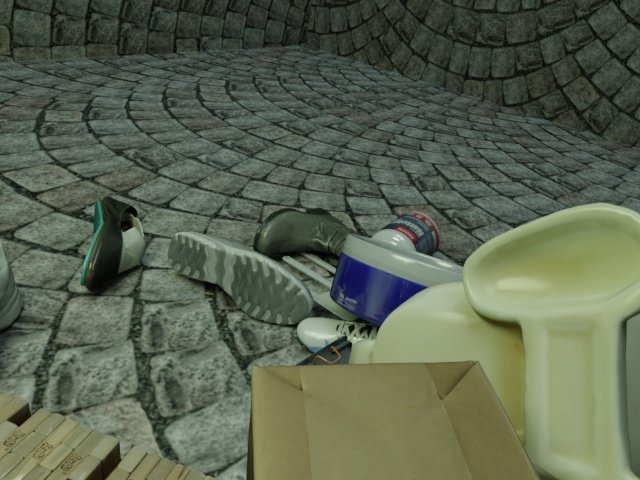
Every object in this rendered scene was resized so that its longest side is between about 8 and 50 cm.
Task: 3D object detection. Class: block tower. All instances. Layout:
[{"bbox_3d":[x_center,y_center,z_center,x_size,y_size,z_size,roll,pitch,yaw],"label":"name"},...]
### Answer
[{"bbox_3d":[-0.230,0.262,0.539,0.336,0.090,0.097,17,31,14],"label":"block tower"}]

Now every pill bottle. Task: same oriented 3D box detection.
[{"bbox_3d":[0.155,0.018,1.051,0.108,0.107,0.180,24,33,25],"label":"pill bottle"}]

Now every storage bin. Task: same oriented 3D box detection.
[{"bbox_3d":[0.018,0.202,0.719,0.091,0.098,0.135,40,41,26],"label":"storage bin"}]

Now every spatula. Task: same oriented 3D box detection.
[{"bbox_3d":[0.006,0.075,0.980,0.242,0.019,0.168,30,27,32],"label":"spatula"}]

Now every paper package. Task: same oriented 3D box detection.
[{"bbox_3d":[0.036,0.287,0.334,0.168,0.324,0.309,2,31,-10],"label":"paper package"}]

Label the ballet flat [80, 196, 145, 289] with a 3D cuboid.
[{"bbox_3d":[-0.372,-0.005,0.971,0.096,0.095,0.280,10,27,-22],"label":"ballet flat"}]

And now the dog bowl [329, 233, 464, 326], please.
[{"bbox_3d":[0.152,0.077,0.830,0.265,0.104,0.265,18,4,-1],"label":"dog bowl"}]

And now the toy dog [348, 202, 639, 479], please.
[{"bbox_3d":[0.273,0.178,0.583,0.408,0.396,0.284,16,64,-40],"label":"toy dog"}]

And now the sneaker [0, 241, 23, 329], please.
[{"bbox_3d":[-0.484,0.109,0.702,0.111,0.129,0.297,0,32,-18],"label":"sneaker"}]

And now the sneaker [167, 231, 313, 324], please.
[{"bbox_3d":[-0.126,0.047,0.930,0.281,0.105,0.115,28,20,19],"label":"sneaker"}]

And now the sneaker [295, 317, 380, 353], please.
[{"bbox_3d":[0.079,0.154,0.818,0.237,0.086,0.085,13,31,10],"label":"sneaker"}]

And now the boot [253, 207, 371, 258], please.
[{"bbox_3d":[0.000,0.000,1.049,0.161,0.083,0.247,30,28,30],"label":"boot"}]
